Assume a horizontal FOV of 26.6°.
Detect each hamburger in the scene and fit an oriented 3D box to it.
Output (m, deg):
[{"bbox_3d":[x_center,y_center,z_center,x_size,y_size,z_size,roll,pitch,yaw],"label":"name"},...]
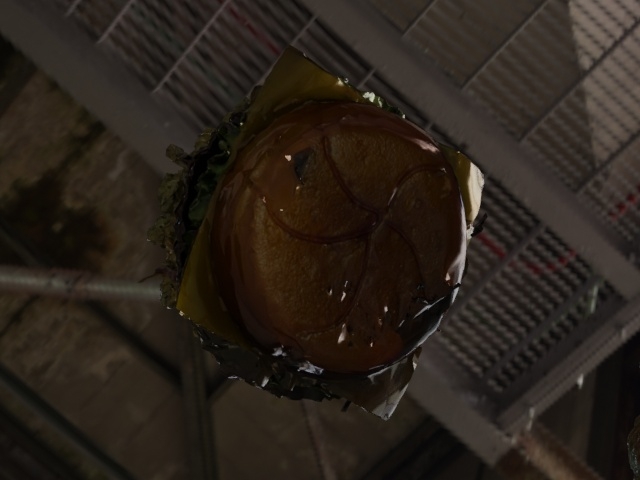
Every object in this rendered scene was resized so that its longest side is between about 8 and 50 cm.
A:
[{"bbox_3d":[0.000,0.000,0.982,0.262,0.139,0.243,32,-103,-23],"label":"hamburger"}]

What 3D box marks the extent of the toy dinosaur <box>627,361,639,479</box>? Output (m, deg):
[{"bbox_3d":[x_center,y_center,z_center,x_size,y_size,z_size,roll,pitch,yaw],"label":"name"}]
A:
[{"bbox_3d":[0.361,0.275,1.299,0.092,0.393,0.205,-21,-68,21],"label":"toy dinosaur"}]
